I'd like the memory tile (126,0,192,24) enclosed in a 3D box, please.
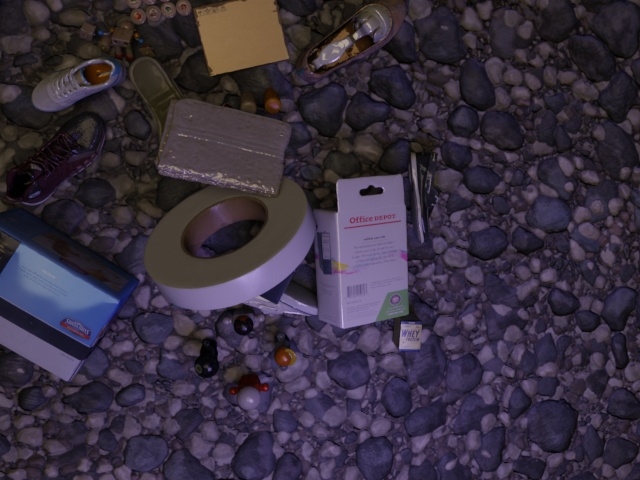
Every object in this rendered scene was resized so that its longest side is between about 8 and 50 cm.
[{"bbox_3d":[-0.387,-0.579,1.427,0.148,0.012,0.113,-13,99,-3],"label":"memory tile"}]

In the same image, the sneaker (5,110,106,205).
[{"bbox_3d":[-0.615,-0.182,1.389,0.106,0.162,0.281,42,93,-10],"label":"sneaker"}]

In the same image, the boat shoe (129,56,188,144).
[{"bbox_3d":[-0.340,-0.287,1.428,0.113,0.103,0.302,-22,101,6],"label":"boat shoe"}]

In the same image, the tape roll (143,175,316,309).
[{"bbox_3d":[-0.203,-0.010,1.352,0.392,0.392,0.072,-22,128,-2],"label":"tape roll"}]

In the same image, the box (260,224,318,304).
[{"bbox_3d":[-0.094,0.039,1.441,0.093,0.158,0.156,27,139,-2],"label":"box"}]

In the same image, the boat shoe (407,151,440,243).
[{"bbox_3d":[0.267,-0.108,1.524,0.079,0.084,0.233,-4,96,-4],"label":"boat shoe"}]

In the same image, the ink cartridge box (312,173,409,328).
[{"bbox_3d":[0.099,0.018,1.478,0.207,0.119,0.353,-7,100,-29],"label":"ink cartridge box"}]

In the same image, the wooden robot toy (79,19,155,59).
[{"bbox_3d":[-0.469,-0.482,1.421,0.173,0.076,0.079,11,62,-7],"label":"wooden robot toy"}]

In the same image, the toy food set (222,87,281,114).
[{"bbox_3d":[-0.195,-0.277,1.466,0.111,0.104,0.232,26,114,-22],"label":"toy food set"}]

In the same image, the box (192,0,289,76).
[{"bbox_3d":[-0.190,-0.497,1.454,0.201,0.021,0.164,-14,100,-4],"label":"box"}]

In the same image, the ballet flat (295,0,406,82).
[{"bbox_3d":[0.083,-0.481,1.439,0.316,0.106,0.107,-38,100,1],"label":"ballet flat"}]

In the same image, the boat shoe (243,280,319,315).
[{"bbox_3d":[-0.125,0.146,1.523,0.267,0.096,0.088,19,112,-14],"label":"boat shoe"}]

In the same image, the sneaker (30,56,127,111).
[{"bbox_3d":[-0.571,-0.369,1.402,0.229,0.092,0.087,-25,102,0],"label":"sneaker"}]

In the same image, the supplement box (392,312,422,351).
[{"bbox_3d":[0.225,0.238,1.572,0.056,0.083,0.083,2,98,-5],"label":"supplement box"}]

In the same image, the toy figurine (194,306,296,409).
[{"bbox_3d":[-0.186,0.289,1.508,0.213,0.148,0.209,43,93,-9],"label":"toy figurine"}]

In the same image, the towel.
[{"bbox_3d":[-0.214,-0.206,1.346,0.282,0.049,0.187,13,73,-10],"label":"towel"}]

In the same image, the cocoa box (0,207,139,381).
[{"bbox_3d":[-0.643,0.113,1.396,0.347,0.231,0.228,33,94,-9],"label":"cocoa box"}]
